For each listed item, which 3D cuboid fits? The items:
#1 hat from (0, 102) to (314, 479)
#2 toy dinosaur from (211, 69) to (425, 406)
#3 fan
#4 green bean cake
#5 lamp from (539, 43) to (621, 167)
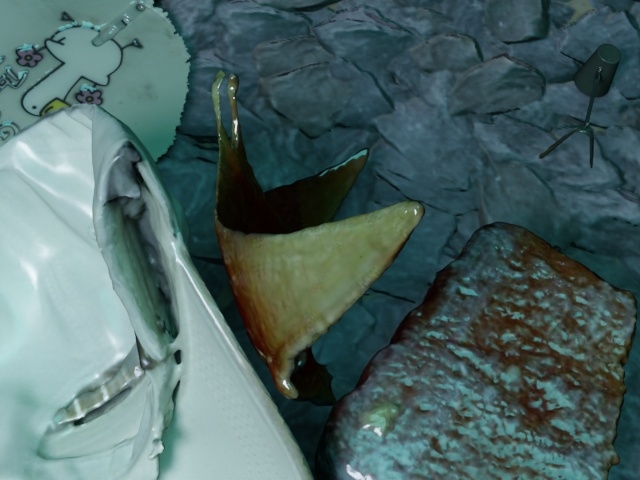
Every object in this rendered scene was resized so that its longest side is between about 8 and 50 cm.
[{"bbox_3d":[-0.129,0.085,0.610,0.258,0.168,0.301,-38,96,11],"label":"hat"},{"bbox_3d":[-0.002,-0.008,0.593,0.113,0.327,0.206,-17,72,-1],"label":"toy dinosaur"},{"bbox_3d":[-0.160,-0.174,0.825,0.233,0.012,0.415,40,63,12],"label":"fan"},{"bbox_3d":[0.122,0.118,0.660,0.198,0.097,0.232,32,59,9],"label":"green bean cake"},{"bbox_3d":[0.220,-0.115,0.842,0.041,0.054,0.121,24,58,4],"label":"lamp"}]
